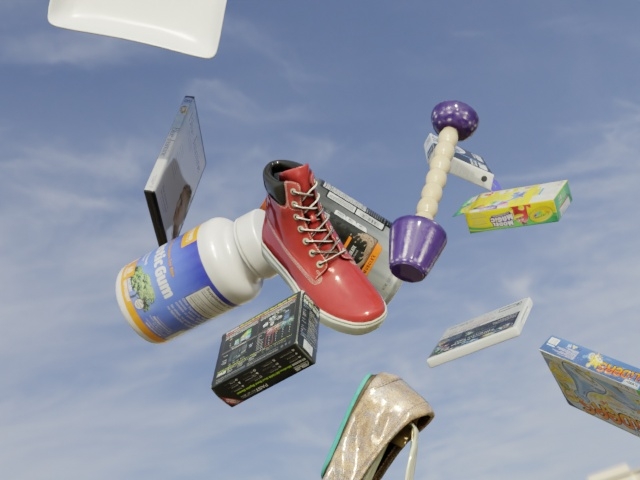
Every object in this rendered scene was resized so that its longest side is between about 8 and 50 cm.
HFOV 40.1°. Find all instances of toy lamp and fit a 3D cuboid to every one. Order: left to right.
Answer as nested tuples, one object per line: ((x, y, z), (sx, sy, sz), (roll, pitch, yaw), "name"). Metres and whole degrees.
((0.151, -0.066, 1.177), (0.080, 0.275, 0.080), (16, -34, 11), "toy lamp")

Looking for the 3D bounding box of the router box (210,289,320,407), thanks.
((-0.060, 0.120, 0.974), (0.122, 0.092, 0.038), (-30, -62, 22), "router box")

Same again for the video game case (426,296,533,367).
((0.310, 0.178, 1.698), (0.190, 0.022, 0.173), (-25, 5, 26), "video game case")

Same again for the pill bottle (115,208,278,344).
((-0.191, 0.054, 1.457), (0.272, 0.152, 0.152), (-28, -34, 20), "pill bottle")

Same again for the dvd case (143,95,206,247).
((-0.265, -0.119, 1.630), (0.022, 0.253, 0.180), (6, -40, 9), "dvd case")

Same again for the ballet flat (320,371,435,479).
((0.031, 0.297, 0.962), (0.106, 0.316, 0.107), (25, -11, 20), "ballet flat")

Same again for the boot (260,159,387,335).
((0.000, 0.000, 1.156), (0.088, 0.244, 0.176), (-25, -42, -29), "boot")

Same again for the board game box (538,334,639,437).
((0.427, 0.222, 1.287), (0.035, 0.201, 0.136), (-44, -60, -17), "board game box")

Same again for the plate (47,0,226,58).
((-0.272, -0.447, 1.405), (0.277, 0.278, 0.045), (12, -1, 0), "plate")

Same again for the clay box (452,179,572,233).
((0.400, -0.068, 1.836), (0.222, 0.053, 0.127), (-9, 17, 33), "clay box")

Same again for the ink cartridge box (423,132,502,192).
((0.347, -0.177, 2.070), (0.208, 0.206, 0.045), (25, -73, -4), "ink cartridge box")

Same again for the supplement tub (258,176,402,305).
((0.024, 0.001, 1.900), (0.338, 0.207, 0.207), (31, -43, -3), "supplement tub")
